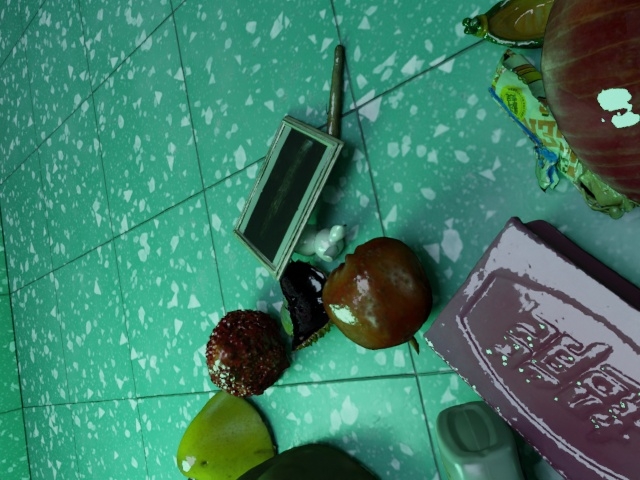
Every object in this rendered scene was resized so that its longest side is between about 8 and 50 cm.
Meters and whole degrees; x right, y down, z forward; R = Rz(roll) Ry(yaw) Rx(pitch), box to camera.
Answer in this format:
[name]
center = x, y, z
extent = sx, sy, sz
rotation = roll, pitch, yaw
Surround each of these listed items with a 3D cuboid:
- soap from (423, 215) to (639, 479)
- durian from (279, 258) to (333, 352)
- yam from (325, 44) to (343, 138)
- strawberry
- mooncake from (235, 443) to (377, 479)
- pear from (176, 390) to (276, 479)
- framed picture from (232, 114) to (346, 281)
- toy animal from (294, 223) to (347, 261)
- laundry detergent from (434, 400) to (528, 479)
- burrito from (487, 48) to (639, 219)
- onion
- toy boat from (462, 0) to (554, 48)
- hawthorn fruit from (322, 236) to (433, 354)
[soap]
center = 0.340, 0.158, 0.638
extent = 0.359, 0.128, 0.233
rotation = 44, 118, 29
[durian]
center = -0.022, 0.134, 0.988
extent = 0.108, 0.119, 0.187
rotation = 98, 159, -61
[yam]
center = 0.025, -0.258, 0.959
extent = 0.029, 0.027, 0.234
rotation = 4, 95, 6
[strawberry]
center = -0.166, 0.239, 1.039
extent = 0.184, 0.201, 0.187
rotation = 35, 95, 16
[mooncake]
center = -0.035, 0.590, 0.921
extent = 0.378, 0.200, 0.379
rotation = 2, 93, 37
[pear]
center = -0.236, 0.483, 1.118
extent = 0.267, 0.178, 0.267
rotation = -1, 89, 37
[framed picture]
center = -0.079, -0.096, 0.998
extent = 0.231, 0.018, 0.293
rotation = 37, 105, 49
[toy animal]
center = 0.004, 0.002, 0.961
extent = 0.124, 0.085, 0.071
rotation = 11, 82, 35
[laundry detergent]
center = 0.243, 0.385, 0.676
extent = 0.105, 0.215, 0.281
rotation = -15, 90, 7
[burrito]
center = 0.317, -0.139, 0.683
extent = 0.288, 0.054, 0.104
rotation = 60, 154, 25
[onion]
center = 0.395, -0.190, 0.459
extent = 0.353, 0.353, 0.354
rotation = 2, 92, 41
[toy boat]
center = 0.310, -0.314, 0.671
extent = 0.229, 0.088, 0.089
rotation = -1, 90, 41
[hawthorn fruit]
center = 0.106, 0.102, 0.813
extent = 0.179, 0.179, 0.200
rotation = -44, 77, 33
